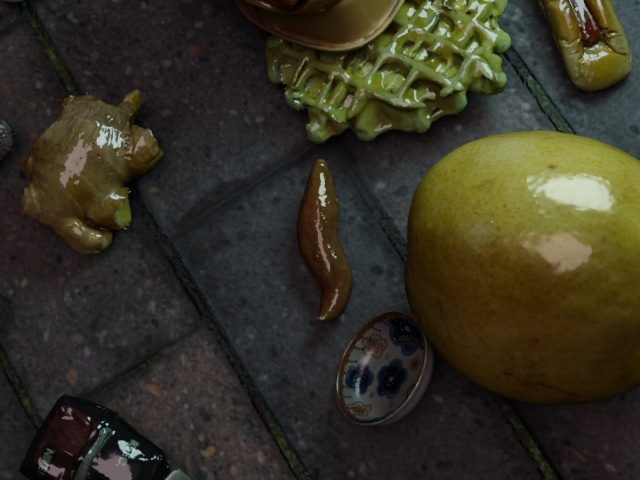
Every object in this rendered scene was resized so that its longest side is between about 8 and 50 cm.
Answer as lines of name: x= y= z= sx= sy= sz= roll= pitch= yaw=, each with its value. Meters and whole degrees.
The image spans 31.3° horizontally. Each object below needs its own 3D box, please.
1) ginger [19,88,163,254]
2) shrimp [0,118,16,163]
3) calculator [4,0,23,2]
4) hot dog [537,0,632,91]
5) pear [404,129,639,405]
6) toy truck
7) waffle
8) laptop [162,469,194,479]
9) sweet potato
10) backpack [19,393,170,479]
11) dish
ginger: x=-0.285 y=-0.100 z=1.427 sx=0.157 sy=0.102 sz=0.216 roll=29 pitch=82 yaw=5
shrimp: x=-0.477 y=-0.094 z=1.468 sx=0.190 sy=0.075 sz=0.073 roll=-30 pitch=108 yaw=10
calculator: x=-0.375 y=-0.455 z=1.547 sx=0.185 sy=0.041 sz=0.299 roll=19 pitch=79 yaw=11
hot dog: x=0.311 y=-0.303 z=1.412 sx=0.084 sy=0.073 sz=0.243 roll=-20 pitch=76 yaw=8
pear: x=0.244 y=0.030 z=1.235 sx=0.314 sy=0.314 sz=0.315 roll=-1 pitch=78 yaw=7
toy truck: x=-0.044 y=-0.365 z=1.341 sx=0.288 sy=0.211 sz=0.204 roll=30 pitch=86 yaw=20
waffle: x=0.080 y=-0.270 z=1.428 sx=0.317 sy=0.073 sz=0.297 roll=-13 pitch=73 yaw=10
laptop: x=-0.187 y=0.418 z=1.311 sx=0.187 sy=0.015 sz=0.269 roll=43 pitch=86 yaw=-11
sweet potato: x=0.002 y=0.000 z=1.396 sx=0.055 sy=0.058 sz=0.202 roll=-1 pitch=78 yaw=-37
backpack: x=-0.262 y=0.258 z=1.343 sx=0.165 sy=0.106 sz=0.120 roll=19 pitch=76 yaw=14
dish: x=0.093 y=0.162 z=1.340 sx=0.141 sy=0.078 sz=0.141 roll=-29 pitch=45 yaw=34
